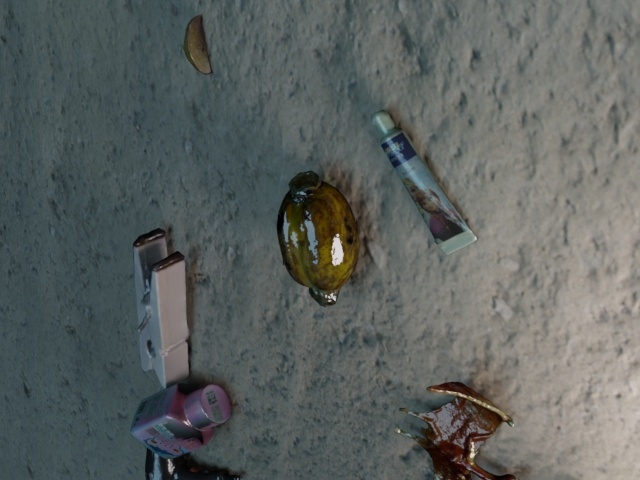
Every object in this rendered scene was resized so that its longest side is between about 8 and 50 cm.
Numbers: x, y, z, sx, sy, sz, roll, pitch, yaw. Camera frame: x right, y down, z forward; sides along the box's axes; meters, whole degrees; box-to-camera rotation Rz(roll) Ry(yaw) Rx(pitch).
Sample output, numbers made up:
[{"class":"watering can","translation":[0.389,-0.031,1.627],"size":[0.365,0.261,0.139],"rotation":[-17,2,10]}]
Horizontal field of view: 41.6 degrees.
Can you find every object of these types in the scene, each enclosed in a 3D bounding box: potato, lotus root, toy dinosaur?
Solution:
[{"class":"potato","translation":[-0.204,-0.308,1.339],"size":[0.036,0.037,0.093],"rotation":[13,119,45]},{"class":"lotus root","translation":[0.000,0.000,1.244],"size":[0.120,0.120,0.209],"rotation":[8,117,41]},{"class":"toy dinosaur","translation":[0.176,0.336,1.245],"size":[0.206,0.113,0.327],"rotation":[51,138,12]}]

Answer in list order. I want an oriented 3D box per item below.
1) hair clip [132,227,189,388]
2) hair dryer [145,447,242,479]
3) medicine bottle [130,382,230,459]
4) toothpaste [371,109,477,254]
[{"class":"hair clip","translation":[-0.303,0.140,1.627],"size":[0.101,0.085,0.331],"rotation":[31,136,32]},{"class":"hair dryer","translation":[-0.262,0.464,1.780],"size":[0.272,0.091,0.235],"rotation":[-1,100,31]},{"class":"medicine bottle","translation":[-0.269,0.350,1.665],"size":[0.188,0.094,0.119],"rotation":[-28,121,32]},{"class":"toothpaste","translation":[0.133,-0.080,1.131],"size":[0.062,0.037,0.216],"rotation":[-29,94,46]}]
